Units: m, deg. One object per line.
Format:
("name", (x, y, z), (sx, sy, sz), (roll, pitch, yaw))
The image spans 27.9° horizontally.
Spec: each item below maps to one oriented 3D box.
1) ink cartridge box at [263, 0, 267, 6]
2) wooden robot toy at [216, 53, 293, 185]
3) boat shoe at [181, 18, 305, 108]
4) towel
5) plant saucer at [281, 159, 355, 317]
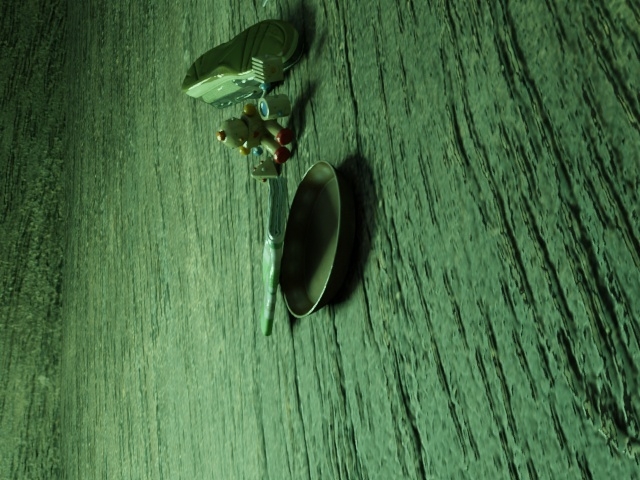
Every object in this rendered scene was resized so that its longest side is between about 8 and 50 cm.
("ink cartridge box", (-0.007, -0.390, 1.410), (0.206, 0.045, 0.208), (-54, 9, 51))
("wooden robot toy", (-0.083, -0.133, 1.533), (0.076, 0.079, 0.173), (48, 140, 43))
("boat shoe", (-0.087, -0.217, 1.629), (0.223, 0.073, 0.080), (-12, 53, 48))
("towel", (-0.056, 0.017, 1.443), (0.113, 0.023, 0.152), (-88, 5, -48))
("plant saucer", (0.000, 0.000, 1.360), (0.168, 0.029, 0.168), (-170, 90, -70))
